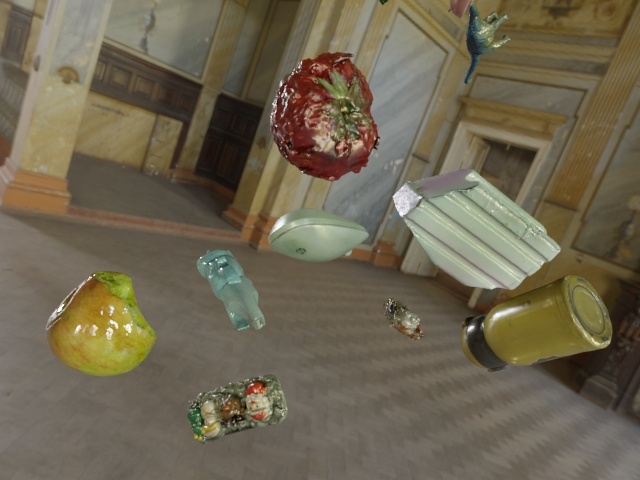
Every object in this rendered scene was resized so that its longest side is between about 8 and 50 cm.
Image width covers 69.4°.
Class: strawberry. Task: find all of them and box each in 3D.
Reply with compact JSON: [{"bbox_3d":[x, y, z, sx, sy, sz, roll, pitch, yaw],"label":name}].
[{"bbox_3d":[0.000,-0.258,0.997,0.220,0.274,0.274,3,-5,45],"label":"strawberry"}]

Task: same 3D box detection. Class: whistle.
[{"bbox_3d":[-0.211,0.108,1.106,0.093,0.186,0.274,-25,48,-24],"label":"whistle"}]

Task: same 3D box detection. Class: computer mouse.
[{"bbox_3d":[0.001,0.005,1.160,0.288,0.159,0.097,18,49,-44],"label":"computer mouse"}]

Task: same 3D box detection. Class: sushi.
[{"bbox_3d":[0.289,0.278,1.692,0.097,0.103,0.226,-5,23,-25],"label":"sushi"}]

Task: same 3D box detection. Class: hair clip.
[{"bbox_3d":[-0.241,0.447,1.212,0.091,0.321,0.139,12,56,-63],"label":"hair clip"}]

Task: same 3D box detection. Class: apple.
[{"bbox_3d":[-0.510,0.203,1.112,0.226,0.246,0.246,45,0,-23],"label":"apple"}]

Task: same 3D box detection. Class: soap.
[{"bbox_3d":[0.429,-0.032,1.328,0.446,0.261,0.156,30,31,-21],"label":"soap"}]

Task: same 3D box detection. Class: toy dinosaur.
[{"bbox_3d":[0.459,-0.584,1.316,0.077,0.147,0.363,58,10,23],"label":"toy dinosaur"}]

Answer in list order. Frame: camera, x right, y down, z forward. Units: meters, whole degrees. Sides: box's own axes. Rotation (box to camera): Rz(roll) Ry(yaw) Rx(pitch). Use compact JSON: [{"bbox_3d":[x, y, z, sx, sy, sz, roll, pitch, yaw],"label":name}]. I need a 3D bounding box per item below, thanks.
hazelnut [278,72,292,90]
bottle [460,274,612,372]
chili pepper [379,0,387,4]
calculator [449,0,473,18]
[{"bbox_3d":[-0.034,-0.396,1.364,0.217,0.217,0.251,23,5,15],"label":"hazelnut"},{"bbox_3d":[0.506,0.224,1.149,0.171,0.172,0.351,16,-33,-27],"label":"bottle"},{"bbox_3d":[0.110,-0.700,1.220,0.182,0.073,0.050,26,-8,-3],"label":"chili pepper"},{"bbox_3d":[0.230,-0.446,0.590,0.048,0.330,0.220,20,-22,2],"label":"calculator"}]
